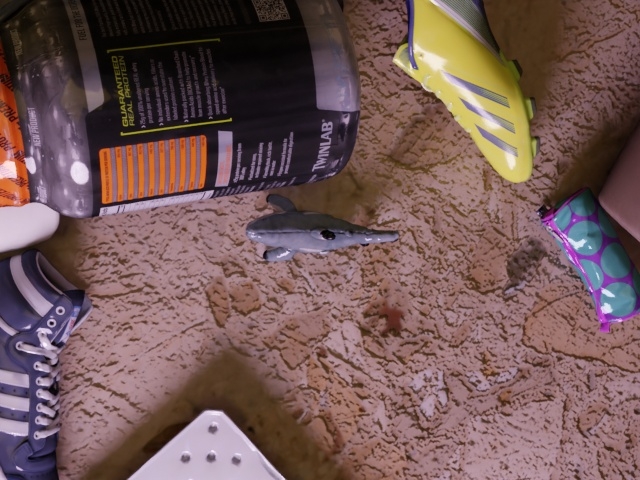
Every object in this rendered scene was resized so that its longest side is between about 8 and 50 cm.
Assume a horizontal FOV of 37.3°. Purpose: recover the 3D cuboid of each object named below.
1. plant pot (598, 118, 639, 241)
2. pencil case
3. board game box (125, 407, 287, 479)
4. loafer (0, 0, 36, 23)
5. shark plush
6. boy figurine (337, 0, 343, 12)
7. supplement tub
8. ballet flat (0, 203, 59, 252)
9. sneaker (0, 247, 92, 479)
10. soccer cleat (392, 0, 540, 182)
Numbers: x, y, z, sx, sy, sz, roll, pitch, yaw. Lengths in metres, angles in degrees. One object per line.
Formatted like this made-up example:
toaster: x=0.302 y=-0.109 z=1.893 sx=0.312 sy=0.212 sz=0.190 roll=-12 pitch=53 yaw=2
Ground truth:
plant pot: x=0.420 y=-0.082 z=0.984 sx=0.263 sy=0.263 sz=0.229 roll=38 pitch=106 yaw=-4
pencil case: x=0.301 y=0.019 z=1.044 sx=0.070 sy=0.064 sz=0.151 roll=-33 pitch=93 yaw=-20
board game box: x=-0.129 y=0.442 z=1.019 sx=0.390 sy=0.050 sz=0.390 roll=-42 pitch=94 yaw=-3
loafer: x=-0.278 y=-0.207 z=0.975 sx=0.302 sy=0.109 sz=0.095 roll=-44 pitch=98 yaw=-6
shark plush: x=0.000 y=0.000 z=1.016 sx=0.161 sy=0.067 sz=0.073 roll=15 pitch=89 yaw=-5
boy figurine: x=0.032 y=-0.386 z=1.004 sx=0.177 sy=0.092 sz=0.285 roll=25 pitch=87 yaw=-1
supplement tub: x=-0.149 y=-0.136 z=0.901 sx=0.338 sy=0.207 sz=0.207 roll=-10 pitch=91 yaw=-19
ballet flat: x=-0.466 y=-0.058 z=0.935 sx=0.400 sy=0.139 sz=0.139 roll=22 pitch=89 yaw=-3
sneaker: x=-0.290 y=0.145 z=0.978 sx=0.153 sy=0.099 sz=0.282 roll=-24 pitch=90 yaw=-2
soccer cleat: x=0.141 y=-0.185 z=1.002 sx=0.121 sy=0.093 sz=0.289 roll=-25 pitch=106 yaw=-2
